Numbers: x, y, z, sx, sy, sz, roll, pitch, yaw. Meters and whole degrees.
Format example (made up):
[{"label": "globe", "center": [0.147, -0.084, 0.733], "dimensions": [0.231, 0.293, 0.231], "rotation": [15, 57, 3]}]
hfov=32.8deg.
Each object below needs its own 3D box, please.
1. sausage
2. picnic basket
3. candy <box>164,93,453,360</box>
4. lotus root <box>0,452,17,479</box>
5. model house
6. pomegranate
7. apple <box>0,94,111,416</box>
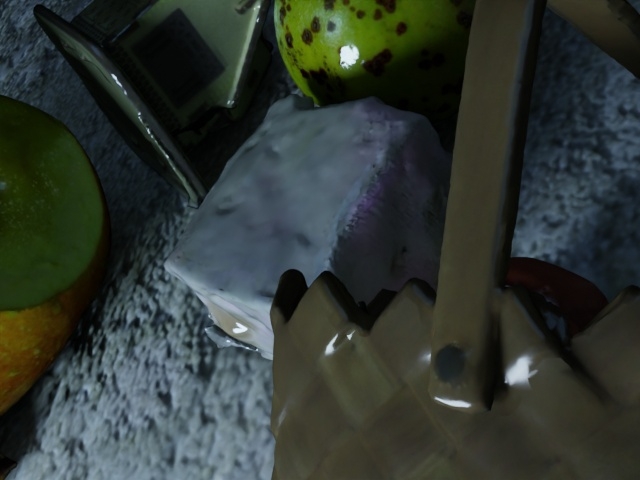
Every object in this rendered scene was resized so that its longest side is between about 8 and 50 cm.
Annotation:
[{"label": "sausage", "center": [0.140, 0.042, 0.705], "dimensions": [0.054, 0.059, 0.094], "rotation": [-13, 20, -37]}, {"label": "picnic basket", "center": [0.135, 0.055, 0.511], "dimensions": [0.291, 0.254, 0.321], "rotation": [1, 78, 41]}, {"label": "candy", "center": [0.000, 0.000, 0.803], "dimensions": [0.184, 0.137, 0.195], "rotation": [16, 68, 48]}, {"label": "lotus root", "center": [-0.358, 0.232, 0.941], "dimensions": [0.190, 0.094, 0.108], "rotation": [-29, 73, 8]}, {"label": "model house", "center": [-0.098, -0.210, 1.053], "dimensions": [0.278, 0.205, 0.218], "rotation": [-41, 38, -8]}, {"label": "pomegranate", "center": [0.053, -0.208, 0.881], "dimensions": [0.198, 0.198, 0.246], "rotation": [-23, 81, 24]}, {"label": "apple", "center": [-0.398, -0.001, 0.982], "dimensions": [0.384, 0.374, 0.374], "rotation": [-43, 38, -3]}]
